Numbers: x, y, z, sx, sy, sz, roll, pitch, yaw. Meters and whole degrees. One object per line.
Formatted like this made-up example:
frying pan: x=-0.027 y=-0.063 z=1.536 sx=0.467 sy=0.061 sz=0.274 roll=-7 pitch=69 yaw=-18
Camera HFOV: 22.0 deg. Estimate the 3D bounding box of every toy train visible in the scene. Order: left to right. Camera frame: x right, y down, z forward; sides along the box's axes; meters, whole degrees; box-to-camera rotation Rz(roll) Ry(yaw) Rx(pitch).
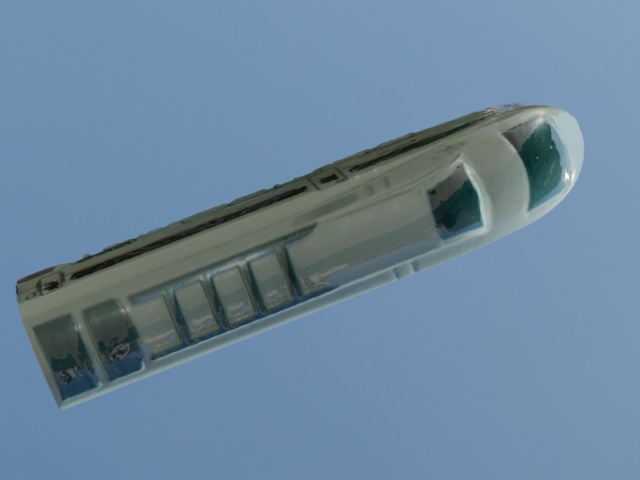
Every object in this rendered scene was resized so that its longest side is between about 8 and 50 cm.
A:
toy train: x=0.000 y=0.000 z=1.111 sx=0.407 sy=0.086 sz=0.088 roll=-21 pitch=-168 yaw=-5
